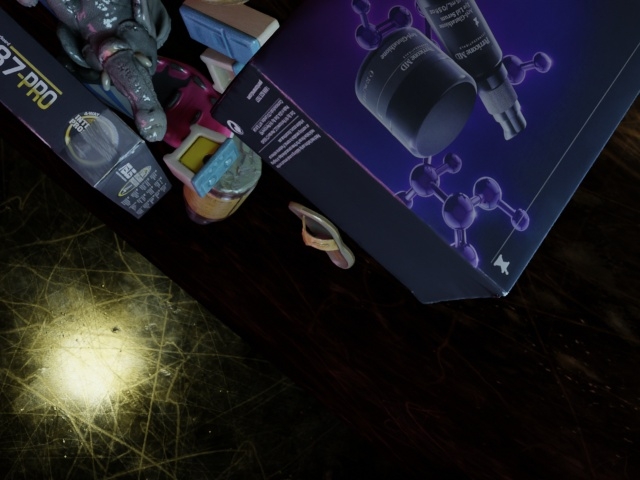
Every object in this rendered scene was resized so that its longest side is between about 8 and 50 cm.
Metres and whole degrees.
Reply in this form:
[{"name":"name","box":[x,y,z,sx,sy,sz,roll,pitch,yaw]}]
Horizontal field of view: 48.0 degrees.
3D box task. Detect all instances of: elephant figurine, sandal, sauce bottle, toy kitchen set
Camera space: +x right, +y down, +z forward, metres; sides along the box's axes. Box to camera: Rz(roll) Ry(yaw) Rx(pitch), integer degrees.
[{"name":"elephant figurine","box":[-0.265,-0.265,0.901,0.170,0.186,0.239,2,135,36]},{"name":"sandal","box":[0.000,0.000,1.248,0.072,0.049,0.180,19,154,45]},{"name":"sauce bottle","box":[-0.189,-0.093,1.281,0.111,0.111,0.344,40,160,-7]},{"name":"toy kitchen set","box":[-0.127,-0.167,0.892,0.122,0.166,0.207,30,161,24]}]

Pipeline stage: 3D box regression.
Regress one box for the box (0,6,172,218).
[{"name":"box","box":[-0.375,-0.184,1.040,0.318,0.097,0.395,45,173,-1]}]

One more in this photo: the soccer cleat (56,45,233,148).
[{"name":"soccer cleat","box":[-0.251,-0.228,1.113,0.331,0.116,0.143,32,-179,17]}]

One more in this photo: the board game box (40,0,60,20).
[{"name":"board game box","box":[-0.407,-0.408,1.027,0.210,0.047,0.160,46,161,-26]}]

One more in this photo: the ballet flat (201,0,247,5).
[{"name":"ballet flat","box":[-0.199,-0.343,0.735,0.343,0.116,0.124,32,-179,5]}]

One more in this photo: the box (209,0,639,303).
[{"name":"box","box":[0.091,-0.119,0.442,0.184,0.261,0.103,42,162,-13]}]
